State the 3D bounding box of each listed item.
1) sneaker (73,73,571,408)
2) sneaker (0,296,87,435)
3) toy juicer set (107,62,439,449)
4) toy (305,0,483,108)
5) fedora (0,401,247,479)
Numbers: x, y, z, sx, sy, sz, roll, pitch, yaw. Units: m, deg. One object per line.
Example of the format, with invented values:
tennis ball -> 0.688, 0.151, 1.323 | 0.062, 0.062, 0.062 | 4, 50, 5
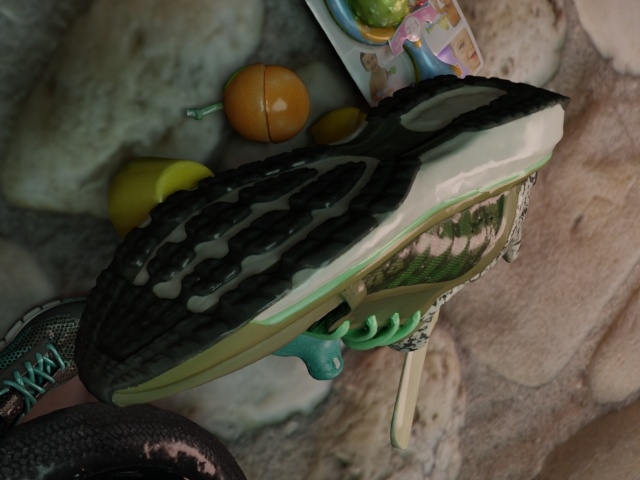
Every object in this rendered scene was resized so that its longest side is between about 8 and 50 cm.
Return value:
sneaker -> 0.038, 0.024, 0.517 | 0.410, 0.158, 0.182 | -29, 121, -31
sneaker -> -0.215, 0.104, 0.526 | 0.166, 0.076, 0.065 | -35, 119, -17
toy juicer set -> 0.000, 0.000, 0.624 | 0.329, 0.089, 0.209 | 45, 62, -28
toy -> 0.065, -0.199, 0.602 | 0.137, 0.056, 0.237 | -49, 125, -22
fedora -> -0.205, 0.257, 0.523 | 0.334, 0.152, 0.334 | -10, 106, -37
